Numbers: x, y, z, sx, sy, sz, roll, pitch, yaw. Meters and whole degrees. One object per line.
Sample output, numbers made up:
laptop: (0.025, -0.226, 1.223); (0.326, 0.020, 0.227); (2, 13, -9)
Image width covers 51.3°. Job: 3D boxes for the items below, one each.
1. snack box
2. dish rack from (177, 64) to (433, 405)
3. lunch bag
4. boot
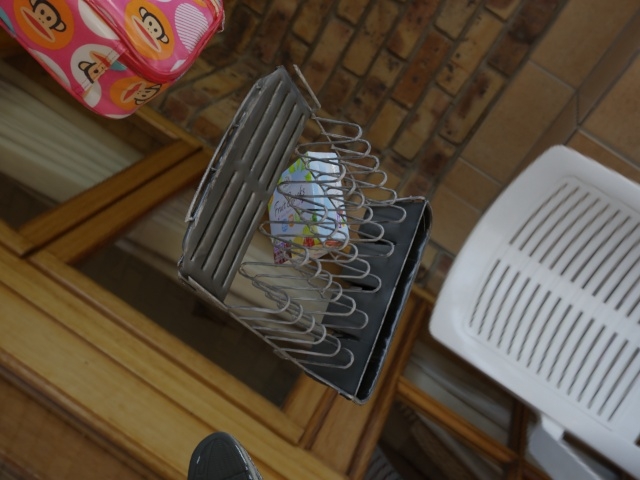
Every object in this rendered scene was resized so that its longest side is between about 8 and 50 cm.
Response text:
snack box: (-0.030, -0.054, 1.289); (0.207, 0.070, 0.175); (-28, 66, 58)
dish rack: (0.000, 0.000, 0.556); (0.271, 0.074, 0.208); (50, -124, -52)
lunch bag: (-0.245, -0.303, 0.722); (0.120, 0.293, 0.258); (-27, 29, 34)
boot: (-0.052, 0.333, 0.746); (0.085, 0.236, 0.178); (-33, -26, 10)
